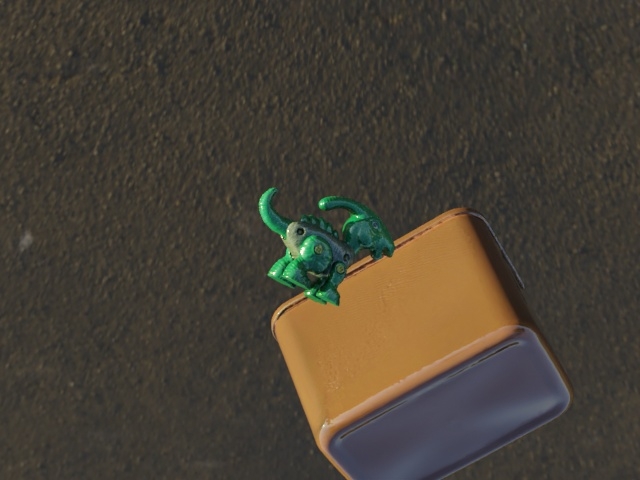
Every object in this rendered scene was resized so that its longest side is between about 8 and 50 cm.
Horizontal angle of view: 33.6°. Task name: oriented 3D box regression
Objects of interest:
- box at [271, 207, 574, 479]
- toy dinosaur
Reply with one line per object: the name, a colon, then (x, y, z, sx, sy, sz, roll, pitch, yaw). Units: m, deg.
box: (0.141, 0.166, 1.445, 0.339, 0.229, 0.239, -30, 132, 8)
toy dinosaur: (0.000, 0.000, 0.932, 0.132, 0.059, 0.096, 33, 77, -19)
